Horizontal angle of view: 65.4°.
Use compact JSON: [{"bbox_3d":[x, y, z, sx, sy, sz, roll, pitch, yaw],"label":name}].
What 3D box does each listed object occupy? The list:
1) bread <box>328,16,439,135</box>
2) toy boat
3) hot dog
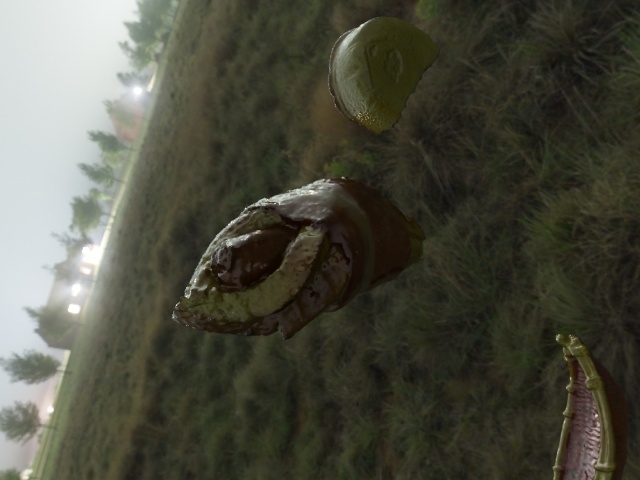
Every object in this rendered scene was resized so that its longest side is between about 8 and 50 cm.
[{"bbox_3d":[0.078,-0.227,0.657,0.156,0.125,0.086,-54,20,-21],"label":"bread"},{"bbox_3d":[0.377,0.296,0.717,0.141,0.099,0.317,1,-86,-85],"label":"toy boat"},{"bbox_3d":[0.003,-0.004,0.408,0.123,0.262,0.093,13,111,34],"label":"hot dog"}]
